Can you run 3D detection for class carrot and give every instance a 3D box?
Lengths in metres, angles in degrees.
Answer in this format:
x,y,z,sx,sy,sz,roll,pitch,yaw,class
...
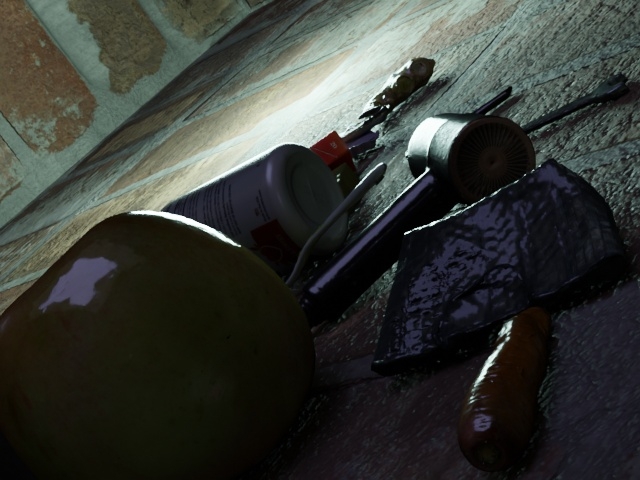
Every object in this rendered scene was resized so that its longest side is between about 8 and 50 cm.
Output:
x,y,z,sx,sy,sz,roll,pitch,yaw,class
0.158,0.110,1.220,0.059,0.059,0.248,-27,14,27,carrot

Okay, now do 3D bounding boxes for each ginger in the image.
x,y,z,sx,sy,sz,roll,pitch,yaw,class
0.120,-0.234,2.367,0.173,0.051,0.069,-50,15,-30,ginger

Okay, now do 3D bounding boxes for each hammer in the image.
x,y,z,sx,sy,sz,roll,pitch,yaw,class
0.194,-0.156,2.022,0.178,0.021,0.065,-34,15,-5,hammer

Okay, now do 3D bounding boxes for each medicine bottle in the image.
x,y,z,sx,sy,sz,roll,pitch,yaw,class
-0.116,-0.007,1.958,0.288,0.157,0.157,-26,18,32,medicine bottle

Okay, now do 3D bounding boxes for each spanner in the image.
x,y,z,sx,sy,sz,roll,pitch,yaw,class
0.270,-0.144,1.827,0.254,0.015,0.054,-25,20,32,spanner

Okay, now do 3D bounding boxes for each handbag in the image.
x,y,z,sx,sy,sz,roll,pitch,yaw,class
0.168,0.031,1.409,0.270,0.089,0.175,-28,25,25,handbag

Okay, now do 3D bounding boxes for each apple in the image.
x,y,z,sx,sy,sz,roll,pitch,yaw,class
-0.175,0.115,1.483,0.319,0.277,0.319,-34,14,10,apple

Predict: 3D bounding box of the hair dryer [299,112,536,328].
x,y,z,sx,sy,sz,roll,pitch,yaw,class
0.077,-0.013,1.704,0.352,0.107,0.189,-42,13,-5,hair dryer

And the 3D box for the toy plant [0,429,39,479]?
x,y,z,sx,sy,sz,roll,pitch,yaw,class
-0.336,0.185,1.819,0.279,0.185,0.400,-58,-1,19,toy plant

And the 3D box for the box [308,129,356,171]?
x,y,z,sx,sy,sz,roll,pitch,yaw,class
-0.024,-0.087,2.144,0.152,0.048,0.100,-38,-14,-4,box

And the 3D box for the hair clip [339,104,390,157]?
x,y,z,sx,sy,sz,roll,pitch,yaw,class
-0.012,-0.120,2.247,0.292,0.084,0.106,-31,12,-8,hair clip

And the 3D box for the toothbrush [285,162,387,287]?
x,y,z,sx,sy,sz,roll,pitch,yaw,class
0.000,0.000,1.810,0.263,0.026,0.022,-47,-3,26,toothbrush

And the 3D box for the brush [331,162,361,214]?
x,y,z,sx,sy,sz,roll,pitch,yaw,class
-0.052,-0.019,2.071,0.233,0.047,0.103,-30,14,25,brush
